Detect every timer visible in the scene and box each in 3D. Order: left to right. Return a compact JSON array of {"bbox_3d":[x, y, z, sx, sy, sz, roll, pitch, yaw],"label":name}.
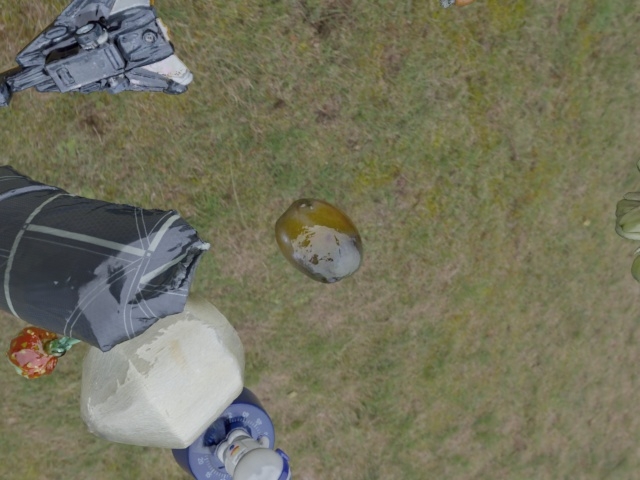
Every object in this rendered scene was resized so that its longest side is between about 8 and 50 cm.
[{"bbox_3d":[-0.196,0.543,1.648,0.271,0.384,0.270,-5,101,-28],"label":"timer"}]

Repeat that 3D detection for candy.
[{"bbox_3d":[-0.379,0.155,0.988,0.288,0.078,0.084,-18,136,38],"label":"candy"}]

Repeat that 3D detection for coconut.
[{"bbox_3d":[-0.263,0.215,1.063,0.266,0.237,0.237,-42,130,-21],"label":"coconut"}]

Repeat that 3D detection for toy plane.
[{"bbox_3d":[-0.355,-0.242,0.906,0.316,0.103,0.204,-23,132,-1],"label":"toy plane"}]

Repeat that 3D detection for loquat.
[{"bbox_3d":[0.000,0.000,1.561,0.227,0.179,0.179,41,98,4],"label":"loquat"}]

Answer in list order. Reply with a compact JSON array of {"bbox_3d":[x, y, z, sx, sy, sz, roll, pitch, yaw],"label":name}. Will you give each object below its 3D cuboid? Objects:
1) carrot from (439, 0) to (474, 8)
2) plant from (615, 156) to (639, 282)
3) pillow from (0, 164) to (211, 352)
[{"bbox_3d":[0.394,-0.601,1.434,0.336,0.069,0.069,-35,128,-6],"label":"carrot"},{"bbox_3d":[0.563,-0.012,0.836,0.297,0.261,0.305,16,92,-1],"label":"plant"},{"bbox_3d":[-0.274,0.015,0.704,0.092,0.335,0.161,40,68,-65],"label":"pillow"}]
